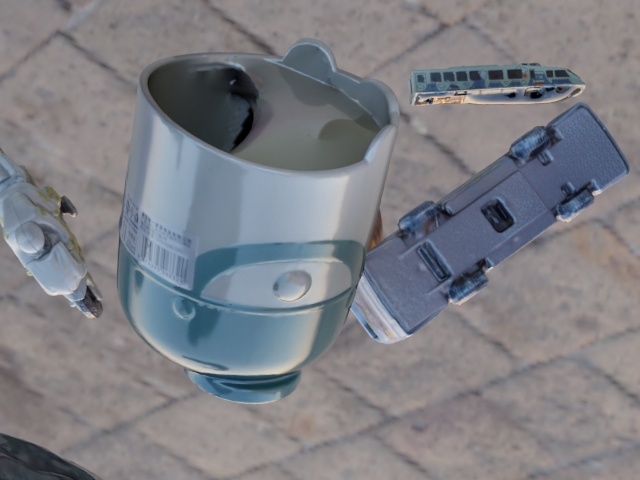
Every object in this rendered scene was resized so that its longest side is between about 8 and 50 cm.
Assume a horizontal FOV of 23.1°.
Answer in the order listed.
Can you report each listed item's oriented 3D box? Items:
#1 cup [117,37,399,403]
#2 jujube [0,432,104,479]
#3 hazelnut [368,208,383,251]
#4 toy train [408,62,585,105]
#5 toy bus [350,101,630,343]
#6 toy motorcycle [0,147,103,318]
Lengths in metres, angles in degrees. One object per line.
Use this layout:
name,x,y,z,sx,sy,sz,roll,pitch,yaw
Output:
cup,-0.074,-0.039,1.361,0.219,0.290,0.258,-3,123,-25
jujube,-0.279,0.239,1.088,0.308,0.215,0.246,15,149,-12
hazelnut,0.000,0.000,1.962,0.182,0.182,0.182,12,143,9
toy train,0.209,-0.184,1.846,0.207,0.047,0.043,-2,164,-6
toy bus,0.171,-0.016,1.666,0.109,0.329,0.136,55,159,2
toy motorcycle,-0.321,-0.010,1.779,0.074,0.229,0.151,-32,169,4
